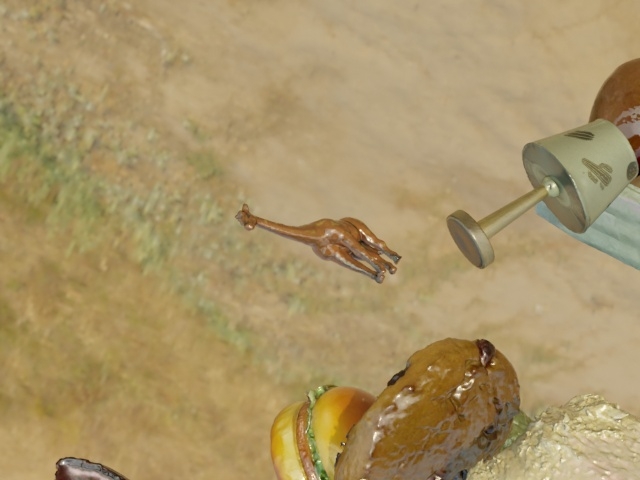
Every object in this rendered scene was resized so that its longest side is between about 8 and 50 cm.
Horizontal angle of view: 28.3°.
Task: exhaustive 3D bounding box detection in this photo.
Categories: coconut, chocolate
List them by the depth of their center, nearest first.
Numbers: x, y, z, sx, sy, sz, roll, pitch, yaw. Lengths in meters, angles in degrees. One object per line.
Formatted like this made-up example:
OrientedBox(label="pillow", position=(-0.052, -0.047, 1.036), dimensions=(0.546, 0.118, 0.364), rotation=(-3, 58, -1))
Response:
OrientedBox(label="coconut", position=(0.321, 0.345, 1.366), dimensions=(0.309, 0.297, 0.297), rotation=(50, 175, 45))
OrientedBox(label="chocolate", position=(0.423, -0.153, 1.642), dimensions=(0.177, 0.176, 0.176), rotation=(14, 148, 9))

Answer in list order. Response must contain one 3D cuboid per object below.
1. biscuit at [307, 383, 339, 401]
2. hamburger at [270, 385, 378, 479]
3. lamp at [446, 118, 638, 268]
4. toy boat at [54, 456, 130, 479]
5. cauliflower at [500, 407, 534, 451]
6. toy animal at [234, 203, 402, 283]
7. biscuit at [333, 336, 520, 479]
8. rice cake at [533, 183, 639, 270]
OrientedBox(label="biscuit", position=(0.007, 0.272, 2.062), dimensions=(0.023, 0.084, 0.084), rotation=(33, 162, 39))
OrientedBox(label="hamburger", position=(0.049, 0.318, 1.863), dimensions=(0.170, 0.246, 0.246), rotation=(-26, 130, 21))
OrientedBox(label="lamp", position=(0.251, -0.050, 1.436), dimensions=(0.121, 0.215, 0.121), rotation=(53, 168, 16))
OrientedBox(label="toy boat", position=(-0.239, 0.338, 1.509), dimensions=(0.223, 0.100, 0.097), rotation=(35, 153, 29))
OrientedBox(label="cauliflower", position=(0.238, 0.381, 1.999), dimensions=(0.260, 0.281, 0.327), rotation=(36, -179, -36))
OrientedBox(label="toy animal", position=(0.000, 0.000, 1.949), dimensions=(0.230, 0.224, 0.066), rotation=(32, 112, 12))
OrientedBox(label="biscuit", position=(0.140, 0.255, 1.586), dimensions=(0.075, 0.296, 0.296), rotation=(40, 165, 39))
OrientedBox(label="rice cake", position=(0.362, -0.039, 1.622), dimensions=(0.211, 0.038, 0.124), rotation=(29, 143, 40))
